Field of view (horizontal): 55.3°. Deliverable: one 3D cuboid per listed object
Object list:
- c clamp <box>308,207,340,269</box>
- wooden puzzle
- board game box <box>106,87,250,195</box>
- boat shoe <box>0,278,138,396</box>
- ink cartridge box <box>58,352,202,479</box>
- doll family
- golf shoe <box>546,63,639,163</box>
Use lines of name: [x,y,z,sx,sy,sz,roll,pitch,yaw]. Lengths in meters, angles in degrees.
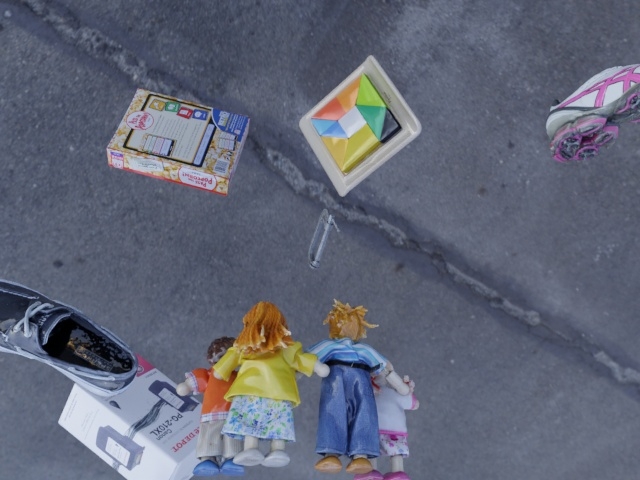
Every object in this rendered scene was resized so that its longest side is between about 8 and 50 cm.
c clamp: [0.000,0.000,1.348,0.022,0.137,0.161,10,124,-16]
wooden puzzle: [0.074,-0.248,1.319,0.238,0.221,0.044,-40,155,25]
board game box: [-0.227,-0.164,0.997,0.193,0.147,0.045,15,144,-3]
boat shoe: [-0.411,0.134,0.912,0.301,0.108,0.102,33,145,-7]
ink cartridge box: [-0.316,0.332,1.108,0.237,0.172,0.100,33,108,13]
doll family: [-0.004,0.139,0.600,0.262,0.163,0.118,9,145,-14]
golf shoe: [0.314,-0.155,0.625,0.067,0.086,0.186,25,144,-34]
